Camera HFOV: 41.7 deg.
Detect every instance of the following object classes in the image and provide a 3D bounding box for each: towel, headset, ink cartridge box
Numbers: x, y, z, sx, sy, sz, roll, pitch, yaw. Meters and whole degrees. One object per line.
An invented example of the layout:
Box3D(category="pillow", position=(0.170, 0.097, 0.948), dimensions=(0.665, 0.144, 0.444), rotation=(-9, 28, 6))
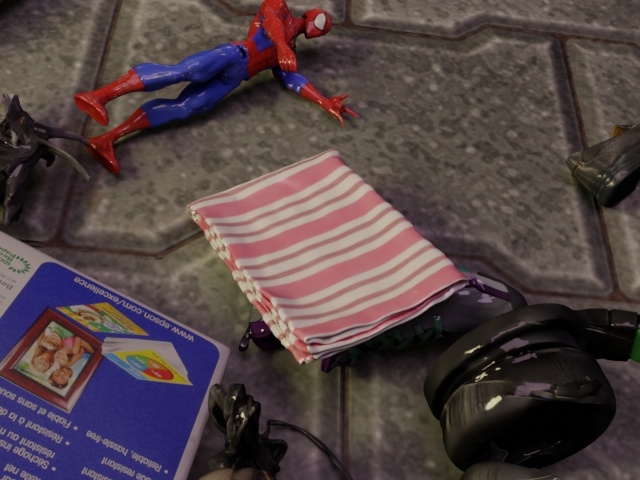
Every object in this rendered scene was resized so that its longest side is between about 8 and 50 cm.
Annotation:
Box3D(category="towel", position=(0.000, 0.000, 0.651), dimensions=(0.144, 0.029, 0.197), rotation=(-23, 48, -22))
Box3D(category="headset", position=(0.131, 0.144, 0.554), dimensions=(0.395, 0.185, 0.243), rotation=(-1, 52, 11))
Box3D(category="ink cartridge box", position=(-0.229, 0.108, 0.493), dimensions=(0.304, 0.072, 0.307), rotation=(30, 34, -9))

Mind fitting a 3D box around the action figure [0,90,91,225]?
Box3D(category="action figure", position=(-0.333, -0.084, 0.676), dimensions=(0.276, 0.140, 0.164), rotation=(-7, 54, -10))

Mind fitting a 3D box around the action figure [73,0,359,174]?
Box3D(category="action figure", position=(-0.071, -0.142, 0.792), dimensions=(0.139, 0.091, 0.280), rotation=(37, 58, 25))

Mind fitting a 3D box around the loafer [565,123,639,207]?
Box3D(category="loafer", position=(0.320, -0.099, 0.844), dimensions=(0.170, 0.062, 0.061), rotation=(-29, 59, -28))

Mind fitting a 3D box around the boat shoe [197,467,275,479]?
Box3D(category="boat shoe", position=(0.002, 0.300, 0.458), dimensions=(0.130, 0.132, 0.355), rotation=(-4, 70, -29))

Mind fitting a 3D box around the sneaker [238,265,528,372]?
Box3D(category="sneaker", position=(0.049, 0.070, 0.673), dimensions=(0.224, 0.083, 0.098), rotation=(8, 63, 10))
